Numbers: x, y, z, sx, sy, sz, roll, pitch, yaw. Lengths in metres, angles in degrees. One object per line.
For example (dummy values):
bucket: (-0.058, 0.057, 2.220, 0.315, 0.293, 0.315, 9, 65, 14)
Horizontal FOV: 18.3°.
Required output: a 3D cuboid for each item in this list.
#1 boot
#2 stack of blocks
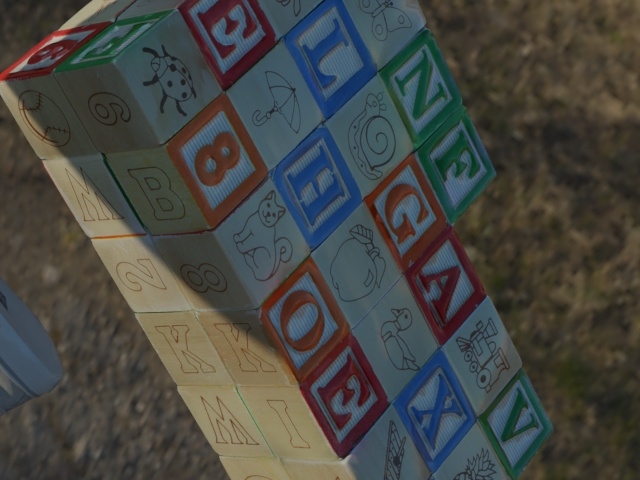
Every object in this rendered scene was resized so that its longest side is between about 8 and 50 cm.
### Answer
boot: (-0.305, 0.044, 1.448, 0.258, 0.123, 0.095, 57, 7, -31)
stack of blocks: (0.000, 0.000, 0.931, 0.171, 0.087, 0.297, -45, 118, -36)
